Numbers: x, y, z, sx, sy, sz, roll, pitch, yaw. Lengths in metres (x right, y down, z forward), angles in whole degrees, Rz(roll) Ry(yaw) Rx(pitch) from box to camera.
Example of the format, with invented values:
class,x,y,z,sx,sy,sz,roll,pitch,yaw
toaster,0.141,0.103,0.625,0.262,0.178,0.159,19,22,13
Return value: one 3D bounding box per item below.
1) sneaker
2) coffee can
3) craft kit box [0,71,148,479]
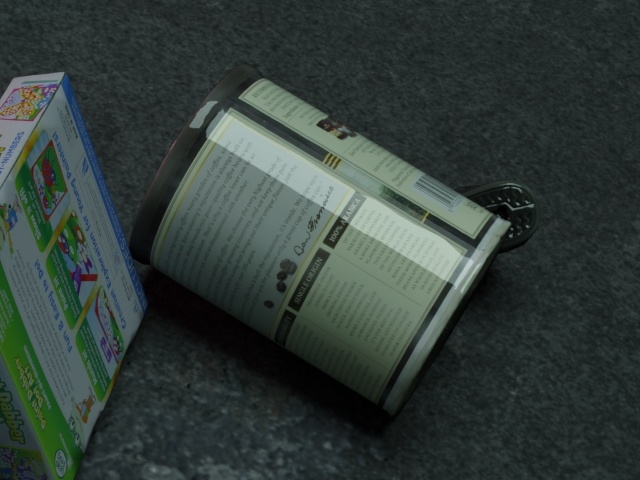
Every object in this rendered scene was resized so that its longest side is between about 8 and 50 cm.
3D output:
class,x,y,z,sx,sy,sz,roll,pitch,yaw
sneaker,0.096,-0.003,1.751,0.227,0.130,0.087,-14,84,2
coffee can,0.000,0.000,1.596,0.275,0.201,0.201,32,41,7
craft kit box,-0.225,0.036,1.447,0.061,0.250,0.246,-5,36,15
